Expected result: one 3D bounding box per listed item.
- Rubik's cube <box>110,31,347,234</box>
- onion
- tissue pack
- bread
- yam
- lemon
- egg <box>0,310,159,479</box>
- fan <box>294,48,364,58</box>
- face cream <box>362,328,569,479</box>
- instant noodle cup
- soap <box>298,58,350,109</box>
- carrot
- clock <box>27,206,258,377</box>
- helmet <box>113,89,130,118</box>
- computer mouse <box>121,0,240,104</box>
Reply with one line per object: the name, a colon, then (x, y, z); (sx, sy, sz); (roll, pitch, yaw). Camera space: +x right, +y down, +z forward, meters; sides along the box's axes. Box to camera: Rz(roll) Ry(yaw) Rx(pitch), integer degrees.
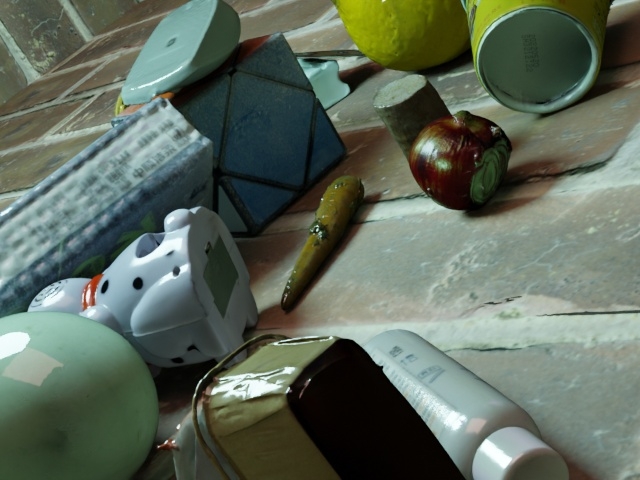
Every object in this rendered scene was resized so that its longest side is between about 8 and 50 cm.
Rubik's cube: (-0.126, -0.144, 1.785); (0.205, 0.205, 0.207); (-43, 23, -30)
onion: (0.153, -0.092, 1.426); (0.119, 0.118, 0.117); (-14, 4, 36)
tissue pack: (-0.314, 0.027, 1.603); (0.394, 0.124, 0.288); (-40, -12, -25)
bread: (-0.001, 0.172, 0.904); (0.142, 0.224, 0.212); (-38, 1, -37)
yam: (0.125, -0.133, 1.538); (0.084, 0.127, 0.084); (-26, 25, 13)
lemon: (0.153, -0.376, 1.916); (0.253, 0.228, 0.228); (-36, 22, -17)
egg: (-0.280, 0.172, 1.273); (0.283, 0.203, 0.203); (-4, 33, 42)
fan: (0.049, -0.300, 2.062); (0.220, 0.009, 0.132); (0, 14, 9)
face cream: (0.107, 0.143, 1.003); (0.082, 0.082, 0.269); (-34, 22, -10)
instant noodle cup: (0.273, -0.278, 1.602); (0.215, 0.215, 0.236); (-21, 32, 23)
soap: (-0.048, -0.248, 2.103); (0.119, 0.066, 0.198); (-31, 21, -16)
carrot: (0.000, 0.000, 1.527); (0.049, 0.049, 0.254); (-16, 30, 33)
clock: (-0.213, 0.086, 1.419); (0.254, 0.189, 0.189); (-23, 22, 15)
helmet: (-0.205, -0.197, 2.092); (0.257, 0.140, 0.205); (-37, 56, -19)
computer mouse: (-0.175, -0.240, 1.676); (0.128, 0.079, 0.231); (-19, 30, 31)
